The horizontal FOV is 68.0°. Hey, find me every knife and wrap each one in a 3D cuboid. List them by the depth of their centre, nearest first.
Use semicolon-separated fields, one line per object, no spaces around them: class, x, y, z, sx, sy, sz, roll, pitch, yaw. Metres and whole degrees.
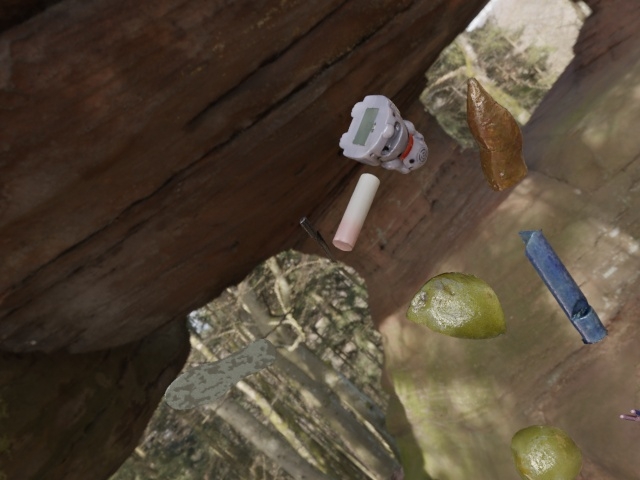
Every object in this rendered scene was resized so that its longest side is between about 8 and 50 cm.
knife;0.000;0.000;1.661;0.028;0.230;0.060;-26;28;22

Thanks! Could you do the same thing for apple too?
apple;0.657;0.636;1.394;0.200;0.200;0.200;-48;3;4

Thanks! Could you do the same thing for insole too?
insole;-0.163;0.223;0.793;0.194;0.065;0.006;-25;5;-20

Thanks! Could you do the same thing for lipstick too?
lipstick;0.148;-0.117;1.932;0.326;0.087;0.087;-66;10;-21

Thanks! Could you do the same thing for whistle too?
whistle;0.552;0.103;1.089;0.062;0.304;0.062;-36;8;5

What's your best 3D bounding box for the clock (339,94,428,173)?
clock;0.203;-0.276;1.340;0.189;0.254;0.188;-18;65;42

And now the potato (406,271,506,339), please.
potato;0.250;0.121;0.858;0.149;0.081;0.120;-11;28;-19

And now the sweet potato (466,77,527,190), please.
sweet potato;0.494;-0.309;1.338;0.131;0.336;0.131;-21;27;12

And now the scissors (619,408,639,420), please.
scissors;0.776;0.430;1.163;0.039;0.113;0.012;-48;38;31
